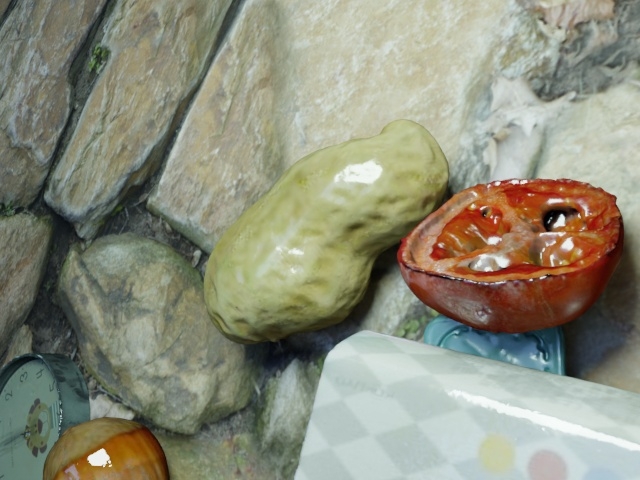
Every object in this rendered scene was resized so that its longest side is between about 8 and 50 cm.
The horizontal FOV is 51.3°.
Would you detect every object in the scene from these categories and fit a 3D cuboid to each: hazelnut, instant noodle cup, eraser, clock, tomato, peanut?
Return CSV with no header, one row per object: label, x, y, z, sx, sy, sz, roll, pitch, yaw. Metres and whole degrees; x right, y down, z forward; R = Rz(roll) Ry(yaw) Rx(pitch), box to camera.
hazelnut,-0.317,0.366,1.002,0.214,0.176,0.214,30,133,38
instant noodle cup,0.192,0.168,0.711,0.157,0.070,0.179,-9,70,36
eraser,0.163,0.219,0.621,0.396,0.082,0.213,9,82,38
clock,-0.551,0.364,1.262,0.312,0.061,0.313,-13,68,35
tomato,0.200,0.024,0.692,0.228,0.228,0.101,2,121,40
peanut,0.000,0.000,0.858,0.387,0.169,0.192,-43,59,20
